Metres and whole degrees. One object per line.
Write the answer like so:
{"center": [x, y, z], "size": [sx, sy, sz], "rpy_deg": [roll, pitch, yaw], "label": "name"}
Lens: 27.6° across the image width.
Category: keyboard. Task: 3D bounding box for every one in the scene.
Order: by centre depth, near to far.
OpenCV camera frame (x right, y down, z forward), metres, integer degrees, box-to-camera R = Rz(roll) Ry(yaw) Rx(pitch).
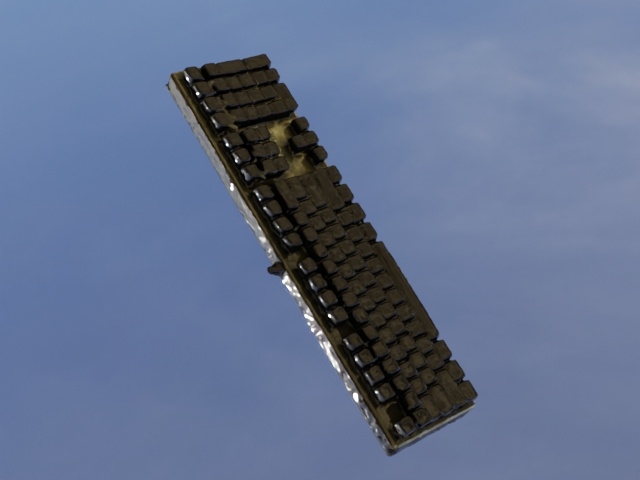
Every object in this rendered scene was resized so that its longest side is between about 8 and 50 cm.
{"center": [0.000, 0.000, 0.938], "size": [0.106, 0.317, 0.027], "rpy_deg": [-20, 164, -42], "label": "keyboard"}
